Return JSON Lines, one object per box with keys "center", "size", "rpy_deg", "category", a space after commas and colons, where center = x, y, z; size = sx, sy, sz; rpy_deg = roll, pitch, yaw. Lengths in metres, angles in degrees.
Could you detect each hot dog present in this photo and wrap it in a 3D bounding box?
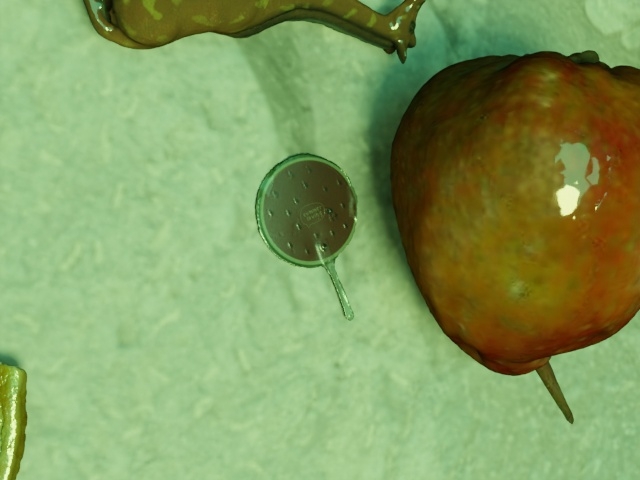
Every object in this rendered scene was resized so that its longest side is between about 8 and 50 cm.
{"center": [-0.211, 0.144, 0.526], "size": [0.044, 0.028, 0.137], "rpy_deg": [11, 84, 1], "category": "hot dog"}

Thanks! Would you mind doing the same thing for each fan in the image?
{"center": [0.000, 0.000, 0.631], "size": [0.085, 0.005, 0.133], "rpy_deg": [-26, 101, -22], "category": "fan"}

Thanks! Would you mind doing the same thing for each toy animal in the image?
{"center": [-0.045, -0.183, 0.565], "size": [0.224, 0.066, 0.230], "rpy_deg": [-34, 125, -8], "category": "toy animal"}

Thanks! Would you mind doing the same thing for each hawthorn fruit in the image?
{"center": [0.151, -0.001, 0.595], "size": [0.210, 0.210, 0.262], "rpy_deg": [-4, 101, -24], "category": "hawthorn fruit"}
